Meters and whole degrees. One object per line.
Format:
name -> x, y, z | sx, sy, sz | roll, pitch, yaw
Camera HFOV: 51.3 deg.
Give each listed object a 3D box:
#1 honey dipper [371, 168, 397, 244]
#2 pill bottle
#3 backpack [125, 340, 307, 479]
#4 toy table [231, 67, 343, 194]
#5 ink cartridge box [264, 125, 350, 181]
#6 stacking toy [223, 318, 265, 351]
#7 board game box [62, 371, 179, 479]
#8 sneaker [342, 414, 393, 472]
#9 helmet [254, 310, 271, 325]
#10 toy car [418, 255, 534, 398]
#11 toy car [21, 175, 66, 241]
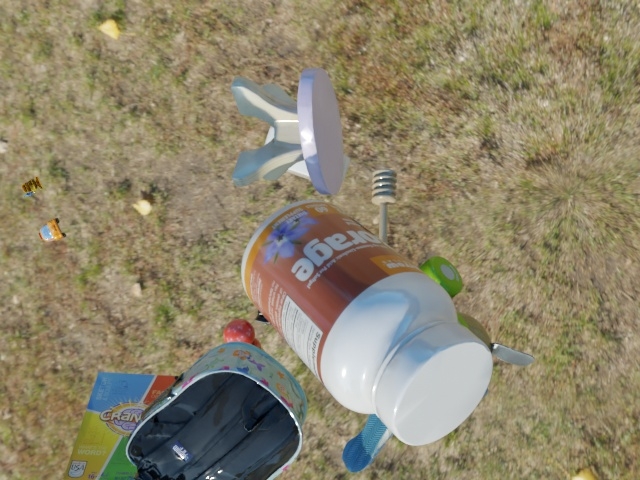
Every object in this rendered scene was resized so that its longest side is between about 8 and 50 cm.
honey dipper -> 0.072, -0.004, 0.765 | 0.030, 0.030, 0.161 | -5, 70, 21
pill bottle -> 0.032, 0.060, 0.546 | 0.216, 0.121, 0.121 | 40, 109, 47
backpack -> -0.146, 0.288, 1.059 | 0.225, 0.191, 0.253 | 43, 111, -8
toy table -> -0.059, -0.198, 1.254 | 0.160, 0.252, 0.274 | 3, 133, 15
ink cartridge box -> -0.031, -0.199, 1.625 | 0.158, 0.218, 0.092 | 19, 91, 14
stacking toy -> -0.191, 0.361, 1.932 | 0.141, 0.141, 0.331 | -2, 125, 21
board game box -> -0.449, 0.460, 1.599 | 0.242, 0.317, 0.064 | 4, 127, -5
sneaker -> 0.146, 0.539, 1.811 | 0.087, 0.092, 0.229 | 44, 108, 32
helmet -> -0.107, 0.167, 1.881 | 0.169, 0.161, 0.170 | -1, 88, 26
toy car -> 0.151, 0.136, 0.780 | 0.188, 0.149, 0.155 | 28, 129, -22
toy car -> -0.467, -0.048, 1.116 | 0.040, 0.060, 0.122 | -26, 113, -18
